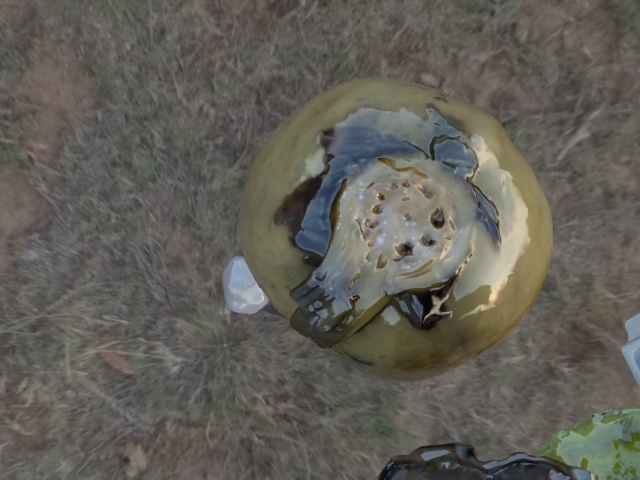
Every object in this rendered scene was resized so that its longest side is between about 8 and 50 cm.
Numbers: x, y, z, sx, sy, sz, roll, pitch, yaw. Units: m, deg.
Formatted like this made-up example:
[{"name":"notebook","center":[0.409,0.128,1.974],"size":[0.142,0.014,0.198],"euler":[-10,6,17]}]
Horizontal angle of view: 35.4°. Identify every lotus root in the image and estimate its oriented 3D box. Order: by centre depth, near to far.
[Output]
[{"name":"lotus root","center":[0.036,-0.003,0.641],"size":[0.183,0.310,0.182],"euler":[0,86,-7]}]

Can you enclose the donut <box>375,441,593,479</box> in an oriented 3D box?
[{"name":"donut","center":[0.139,0.223,0.450],"size":[0.136,0.345,0.259],"euler":[44,51,-32]}]

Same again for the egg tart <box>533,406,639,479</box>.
[{"name":"egg tart","center":[0.302,0.235,0.961],"size":[0.197,0.197,0.078],"euler":[4,50,-5]}]

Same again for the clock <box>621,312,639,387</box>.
[{"name":"clock","center":[0.560,0.186,1.401],"size":[0.116,0.231,0.262],"euler":[-15,73,-29]}]

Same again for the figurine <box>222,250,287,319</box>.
[{"name":"figurine","center":[-0.016,-0.012,1.620],"size":[0.206,0.365,0.218],"euler":[27,111,-8]}]
